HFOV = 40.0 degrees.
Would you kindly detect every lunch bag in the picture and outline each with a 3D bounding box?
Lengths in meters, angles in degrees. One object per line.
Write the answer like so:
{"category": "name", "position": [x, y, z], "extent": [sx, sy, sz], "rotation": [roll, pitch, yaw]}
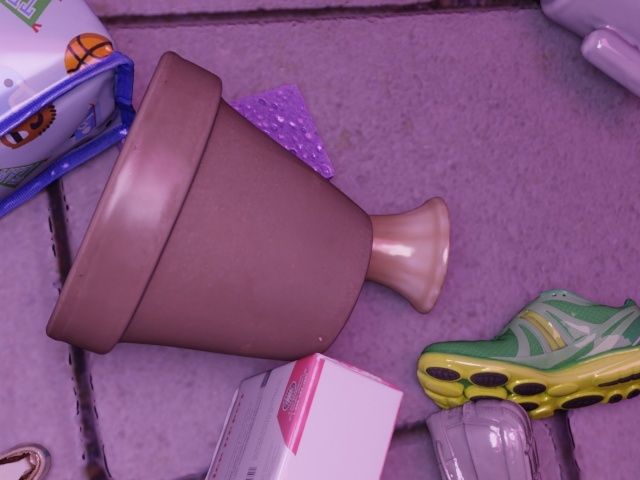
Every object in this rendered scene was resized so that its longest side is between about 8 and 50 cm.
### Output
{"category": "lunch bag", "position": [-0.406, -0.146, 0.754], "extent": [0.385, 0.239, 0.328], "rotation": [-35, 86, -15]}

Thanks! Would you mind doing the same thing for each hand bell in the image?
{"category": "hand bell", "position": [0.000, 0.000, 0.915], "extent": [0.242, 0.126, 0.126], "rotation": [8, 72, -8]}

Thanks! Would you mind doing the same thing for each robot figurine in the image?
{"category": "robot figurine", "position": [0.418, -0.317, 1.088], "extent": [0.353, 0.200, 0.300], "rotation": [26, 78, -10]}

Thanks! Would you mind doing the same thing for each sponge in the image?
{"category": "sponge", "position": [-0.098, -0.087, 0.943], "extent": [0.210, 0.031, 0.117], "rotation": [-21, 81, -22]}

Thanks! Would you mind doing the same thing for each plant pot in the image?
{"category": "plant pot", "position": [-0.085, -0.002, 0.779], "extent": [0.229, 0.263, 0.263], "rotation": [22, 69, -15]}

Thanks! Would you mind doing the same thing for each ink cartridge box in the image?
{"category": "ink cartridge box", "position": [-0.028, 0.199, 0.781], "extent": [0.092, 0.218, 0.159], "rotation": [25, 68, -16]}

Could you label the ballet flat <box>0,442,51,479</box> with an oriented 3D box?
{"category": "ballet flat", "position": [-0.316, 0.228, 0.768], "extent": [0.168, 0.052, 0.057], "rotation": [-33, 87, -23]}

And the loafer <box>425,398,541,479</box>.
{"category": "loafer", "position": [0.175, 0.321, 0.886], "extent": [0.111, 0.112, 0.319], "rotation": [-10, 83, 21]}

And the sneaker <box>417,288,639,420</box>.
{"category": "sneaker", "position": [0.239, 0.124, 0.970], "extent": [0.295, 0.109, 0.123], "rotation": [-3, 48, -15]}
